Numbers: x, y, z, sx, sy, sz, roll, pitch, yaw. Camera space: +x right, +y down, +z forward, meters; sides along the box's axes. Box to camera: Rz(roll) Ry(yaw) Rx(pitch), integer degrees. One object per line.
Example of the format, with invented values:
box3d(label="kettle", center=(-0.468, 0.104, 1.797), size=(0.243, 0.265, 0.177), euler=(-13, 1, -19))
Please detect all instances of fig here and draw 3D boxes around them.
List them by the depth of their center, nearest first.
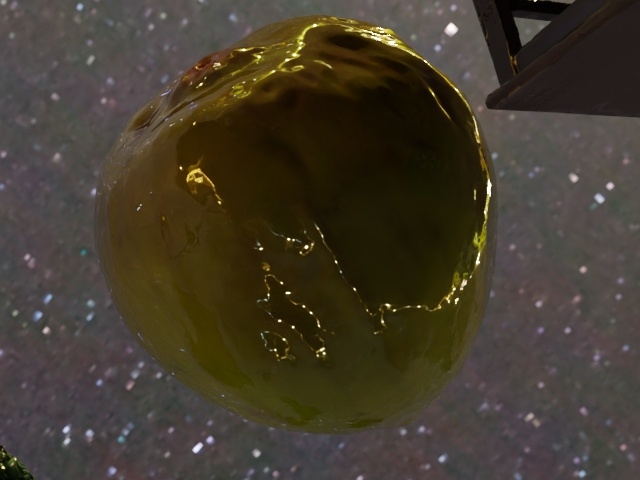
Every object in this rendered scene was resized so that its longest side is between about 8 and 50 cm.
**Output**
box3d(label="fig", center=(-0.010, 0.003, 1.015), size=(0.343, 0.343, 0.343), euler=(27, -143, -22))

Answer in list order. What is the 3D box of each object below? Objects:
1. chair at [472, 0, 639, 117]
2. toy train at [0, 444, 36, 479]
box3d(label="chair", center=(0.116, -0.045, 0.383), size=(0.084, 0.101, 0.212), euler=(-2, -112, -32))
box3d(label="toy train", center=(-0.185, 0.246, 0.890), size=(0.157, 0.105, 0.253), euler=(47, 178, 37))
